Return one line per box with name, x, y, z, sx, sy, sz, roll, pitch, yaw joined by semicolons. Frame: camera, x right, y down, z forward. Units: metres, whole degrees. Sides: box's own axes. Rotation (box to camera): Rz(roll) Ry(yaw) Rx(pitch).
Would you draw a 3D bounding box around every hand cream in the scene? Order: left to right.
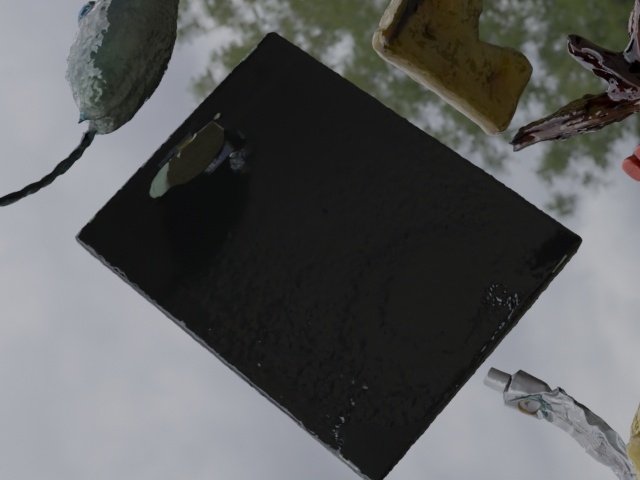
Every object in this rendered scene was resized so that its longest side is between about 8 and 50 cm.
hand cream;0.312;0.233;1.789;0.050;0.257;0.084;-40;-33;-29

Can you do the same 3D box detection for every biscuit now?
biscuit;0.148;-0.211;1.393;0.183;0.039;0.174;36;-105;-28

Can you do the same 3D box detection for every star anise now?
star anise;0.233;-0.106;1.012;0.140;0.158;0.144;28;-169;5

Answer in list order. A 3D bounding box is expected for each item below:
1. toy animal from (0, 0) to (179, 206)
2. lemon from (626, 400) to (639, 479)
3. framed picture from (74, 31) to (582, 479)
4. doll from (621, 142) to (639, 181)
toy animal;-0.174;-0.099;1.037;0.070;0.079;0.253;46;-113;-32
lemon;0.432;0.202;1.462;0.204;0.260;0.204;171;90;-74
framed picture;0.000;0.000;1.109;0.324;0.244;0.013;37;166;24
doll;0.389;-0.131;1.553;0.194;0.062;0.104;-42;-26;-38
